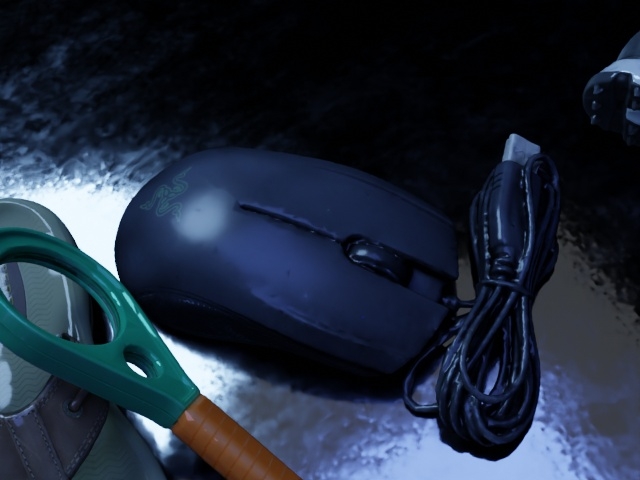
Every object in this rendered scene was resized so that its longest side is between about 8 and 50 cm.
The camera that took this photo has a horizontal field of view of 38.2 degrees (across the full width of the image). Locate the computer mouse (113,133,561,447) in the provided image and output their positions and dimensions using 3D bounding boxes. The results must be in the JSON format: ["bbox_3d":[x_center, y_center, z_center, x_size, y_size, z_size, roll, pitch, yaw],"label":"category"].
[{"bbox_3d":[0.000,0.000,0.541,0.272,0.072,0.188,9,63,13],"label":"computer mouse"}]

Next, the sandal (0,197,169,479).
[{"bbox_3d":[-0.166,0.090,0.501,0.120,0.086,0.302,-24,59,-8],"label":"sandal"}]

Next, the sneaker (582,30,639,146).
[{"bbox_3d":[0.284,-0.080,0.545,0.234,0.078,0.106,26,69,23],"label":"sneaker"}]

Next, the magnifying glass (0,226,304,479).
[{"bbox_3d":[-0.090,0.075,0.486,0.231,0.092,0.026,38,110,3],"label":"magnifying glass"}]
